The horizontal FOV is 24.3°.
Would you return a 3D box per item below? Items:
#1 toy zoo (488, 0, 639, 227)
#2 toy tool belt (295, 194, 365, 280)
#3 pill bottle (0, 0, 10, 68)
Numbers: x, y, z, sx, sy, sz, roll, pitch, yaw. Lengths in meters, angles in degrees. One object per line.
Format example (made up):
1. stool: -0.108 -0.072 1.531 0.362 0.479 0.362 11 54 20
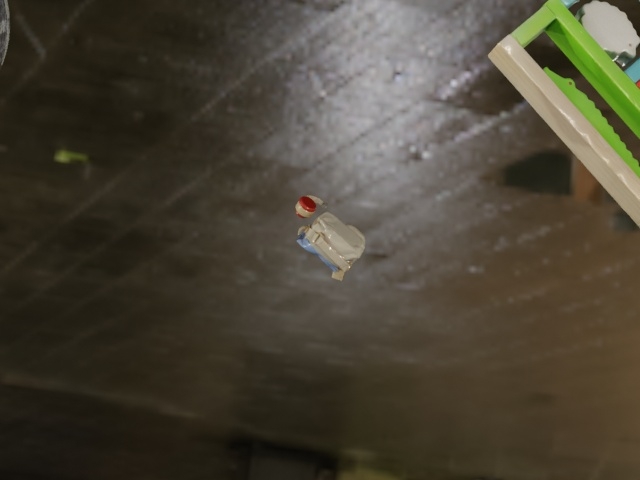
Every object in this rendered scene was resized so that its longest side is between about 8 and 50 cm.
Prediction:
1. toy zoo: 0.302 -0.168 1.224 0.192 0.293 0.030 49 159 3
2. toy tool belt: 0.000 0.000 1.470 0.083 0.052 0.051 39 122 1
3. pill bottle: -0.234 -0.116 0.795 0.130 0.130 0.246 9 -171 -9
